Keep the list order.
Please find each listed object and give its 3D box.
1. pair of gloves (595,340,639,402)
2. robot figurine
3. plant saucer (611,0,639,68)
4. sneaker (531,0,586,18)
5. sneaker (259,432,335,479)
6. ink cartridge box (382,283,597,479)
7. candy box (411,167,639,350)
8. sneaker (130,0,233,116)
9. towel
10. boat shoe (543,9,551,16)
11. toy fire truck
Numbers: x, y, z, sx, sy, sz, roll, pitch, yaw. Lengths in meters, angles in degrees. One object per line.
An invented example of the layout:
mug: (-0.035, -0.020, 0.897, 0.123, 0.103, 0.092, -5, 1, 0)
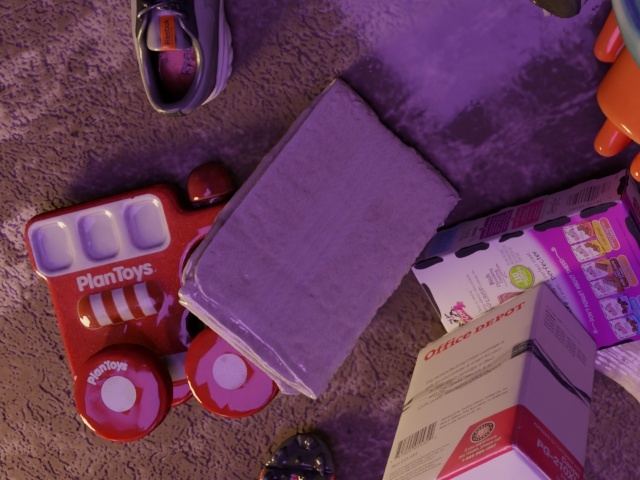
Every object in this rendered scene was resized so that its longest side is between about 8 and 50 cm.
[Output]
pair of gloves: (0.417, 0.101, 1.445, 0.204, 0.042, 0.240, 36, 116, -10)
robot figurine: (0.343, -0.158, 1.273, 0.128, 0.158, 0.219, 12, 122, -30)
plant saucer: (0.353, -0.256, 1.132, 0.044, 0.317, 0.317, 4, 127, -39)
sneaker: (0.208, -0.389, 1.050, 0.257, 0.169, 0.447, -38, 139, -10)
sneaker: (-0.025, 0.354, 1.616, 0.098, 0.135, 0.276, 8, 95, 19)
ink cartridge box: (0.164, 0.176, 1.327, 0.172, 0.237, 0.100, -33, 111, 33)
candy box: (0.233, 0.040, 1.406, 0.233, 0.071, 0.159, -18, 113, 27)
sneaker: (-0.136, -0.245, 1.314, 0.100, 0.108, 0.271, 1, 116, 10)
towel: (0.000, 0.000, 1.365, 0.187, 0.049, 0.282, 43, 71, -14)
boat shoe: (0.234, -0.302, 1.246, 0.065, 0.075, 0.206, 5, 112, 6)
toy fire truck: (-0.147, 0.057, 1.455, 0.302, 0.169, 0.254, -14, 96, 14)
